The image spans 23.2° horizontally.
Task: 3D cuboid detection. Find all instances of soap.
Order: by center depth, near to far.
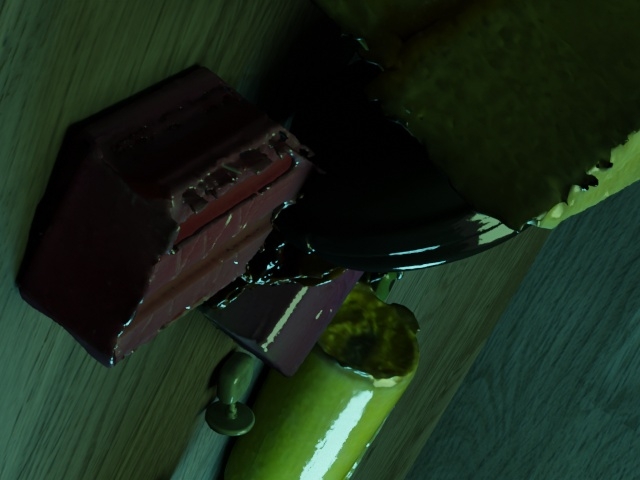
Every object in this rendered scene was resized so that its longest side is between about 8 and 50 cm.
[{"bbox_3d":[-0.091,-0.026,1.102,0.250,0.099,0.162,-35,155,-55],"label":"soap"},{"bbox_3d":[0.001,0.001,1.528,0.259,0.081,0.181,-54,166,-8],"label":"soap"}]

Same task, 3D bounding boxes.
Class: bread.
[{"bbox_3d":[0.143,-0.204,1.066,0.242,0.346,0.405,-53,162,17],"label":"bread"}]

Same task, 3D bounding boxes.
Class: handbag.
[{"bbox_3d":[0.083,-0.081,1.286,0.308,0.254,0.093,-76,151,-60],"label":"handbag"},{"bbox_3d":[0.060,0.062,1.950,0.111,0.047,0.072,-52,165,-26],"label":"handbag"}]

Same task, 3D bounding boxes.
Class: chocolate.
[{"bbox_3d":[-0.031,0.250,1.896,0.162,0.162,0.445,-38,161,-52],"label":"chocolate"}]

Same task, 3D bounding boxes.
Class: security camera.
[{"bbox_3d":[-0.094,0.159,1.663,0.058,0.058,0.092,-41,148,-47],"label":"security camera"}]

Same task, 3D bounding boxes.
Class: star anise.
[{"bbox_3d":[-0.049,-0.016,1.354,0.140,0.158,0.144,119,-22,-63],"label":"star anise"}]
